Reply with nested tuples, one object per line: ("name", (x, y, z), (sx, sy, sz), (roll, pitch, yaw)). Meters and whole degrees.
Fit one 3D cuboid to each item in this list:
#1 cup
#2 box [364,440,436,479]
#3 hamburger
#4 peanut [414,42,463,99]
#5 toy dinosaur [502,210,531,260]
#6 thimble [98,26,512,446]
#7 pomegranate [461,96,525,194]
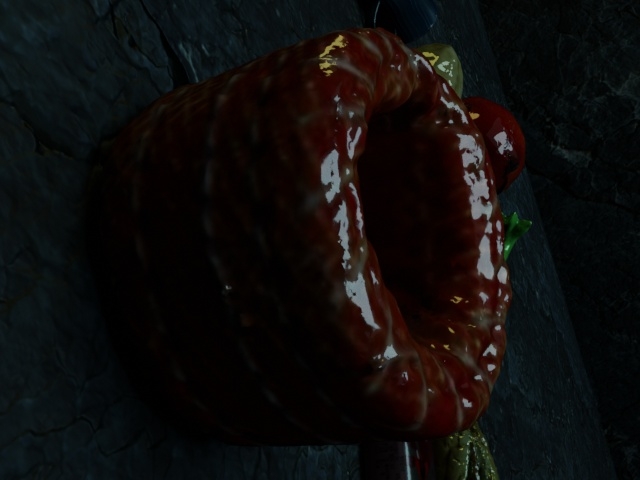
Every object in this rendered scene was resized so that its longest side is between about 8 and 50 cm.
("cup", (0.141, -0.440, 1.515), (0.138, 0.113, 0.150), (45, 36, -49))
("box", (0.100, 0.248, 1.055), (0.120, 0.069, 0.224), (45, 35, -51))
("hamburger", (0.183, 0.336, 1.141), (0.183, 0.130, 0.206), (75, 3, -45))
("peanut", (0.151, -0.185, 1.325), (0.340, 0.158, 0.174), (-86, 179, -46))
("toy dinosaur", (0.196, 0.135, 1.316), (0.374, 0.144, 0.500), (-45, 144, -35))
("thimble", (0.000, 0.000, 0.703), (0.350, 0.230, 0.350), (28, 56, -50))
("pomegranate", (0.292, -0.171, 1.610), (0.235, 0.210, 0.210), (94, -8, -66))
